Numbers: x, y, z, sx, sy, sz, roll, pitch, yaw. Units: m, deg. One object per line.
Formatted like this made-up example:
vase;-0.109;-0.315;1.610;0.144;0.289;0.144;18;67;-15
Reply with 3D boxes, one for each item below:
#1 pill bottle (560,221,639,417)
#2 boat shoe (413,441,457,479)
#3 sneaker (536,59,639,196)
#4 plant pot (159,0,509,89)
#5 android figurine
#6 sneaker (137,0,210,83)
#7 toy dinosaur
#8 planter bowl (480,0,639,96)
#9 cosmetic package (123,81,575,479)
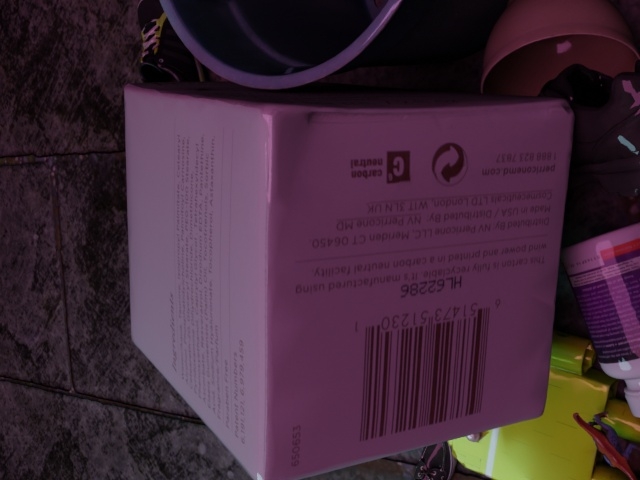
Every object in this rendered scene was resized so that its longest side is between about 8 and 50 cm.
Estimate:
pill bottle;0.338;0.082;0.822;0.108;0.108;0.193;-23;83;37
boat shoe;0.148;0.320;1.039;0.049;0.040;0.142;18;108;34
sneaker;0.257;-0.113;0.803;0.130;0.109;0.286;59;153;-13
plant pot;0.056;-0.327;0.830;0.341;0.334;0.340;6;100;37
android figurine;0.255;0.221;0.938;0.273;0.056;0.248;16;106;32
sneaker;-0.241;-0.287;1.203;0.084;0.097;0.234;-33;77;35
toy dinosaur;0.311;0.232;0.834;0.047;0.090;0.082;-57;36;41
planter bowl;0.250;-0.212;0.828;0.162;0.162;0.109;-19;59;37
cosmetic package;0.000;0.000;0.837;0.394;0.330;0.327;23;115;58
